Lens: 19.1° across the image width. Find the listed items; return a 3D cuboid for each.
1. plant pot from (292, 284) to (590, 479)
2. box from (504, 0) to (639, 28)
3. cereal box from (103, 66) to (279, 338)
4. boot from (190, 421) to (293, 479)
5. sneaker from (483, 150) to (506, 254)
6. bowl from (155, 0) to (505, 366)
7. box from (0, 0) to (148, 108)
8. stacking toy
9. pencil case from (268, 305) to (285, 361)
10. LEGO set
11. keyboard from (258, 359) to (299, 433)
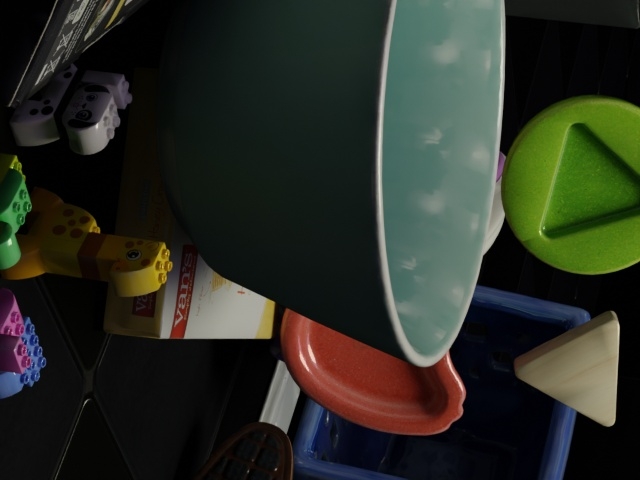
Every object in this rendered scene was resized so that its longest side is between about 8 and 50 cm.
[{"bbox_3d":[0.111,0.189,1.750,0.212,0.236,0.236,87,17,-53],"label":"plant pot"},{"bbox_3d":[0.149,-0.286,1.576,0.103,0.261,0.184,72,30,-58],"label":"box"},{"bbox_3d":[-0.076,-0.019,1.304,0.240,0.047,0.173,7,89,-74],"label":"cereal box"},{"bbox_3d":[-0.077,0.244,1.405,0.106,0.082,0.219,84,28,-70],"label":"boot"},{"bbox_3d":[0.088,-0.035,1.629,0.305,0.114,0.152,-104,-159,-62],"label":"sneaker"},{"bbox_3d":[0.005,-0.082,1.183,0.311,0.163,0.312,4,90,-72],"label":"bowl"},{"bbox_3d":[-0.045,-0.287,0.908,0.395,0.097,0.318,-60,176,32],"label":"box"},{"bbox_3d":[0.113,-0.014,1.431,0.130,0.279,0.309,-84,-176,-71],"label":"stacking toy"},{"bbox_3d":[0.000,0.000,1.533,0.086,0.088,0.206,-5,106,-36],"label":"pencil case"},{"bbox_3d":[-0.137,0.010,1.018,0.087,0.093,0.227,80,23,-47],"label":"LEGO set"},{"bbox_3d":[-0.058,0.214,1.557,0.072,0.014,0.256,83,21,-56],"label":"keyboard"}]
